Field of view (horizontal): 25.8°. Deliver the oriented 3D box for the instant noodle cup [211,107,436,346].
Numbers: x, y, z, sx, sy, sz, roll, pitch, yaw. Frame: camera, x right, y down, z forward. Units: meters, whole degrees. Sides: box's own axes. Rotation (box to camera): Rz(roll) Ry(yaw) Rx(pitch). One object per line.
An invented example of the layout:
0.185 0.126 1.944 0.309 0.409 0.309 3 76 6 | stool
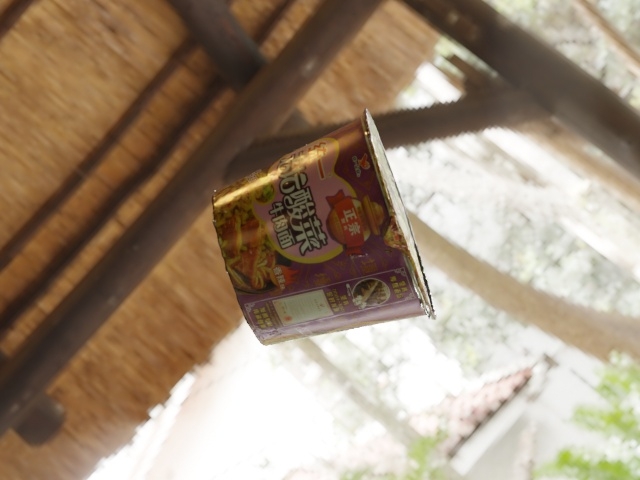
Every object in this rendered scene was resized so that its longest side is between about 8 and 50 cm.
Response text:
0.000 0.000 2.086 0.266 0.340 0.340 -18 -16 5 | instant noodle cup
